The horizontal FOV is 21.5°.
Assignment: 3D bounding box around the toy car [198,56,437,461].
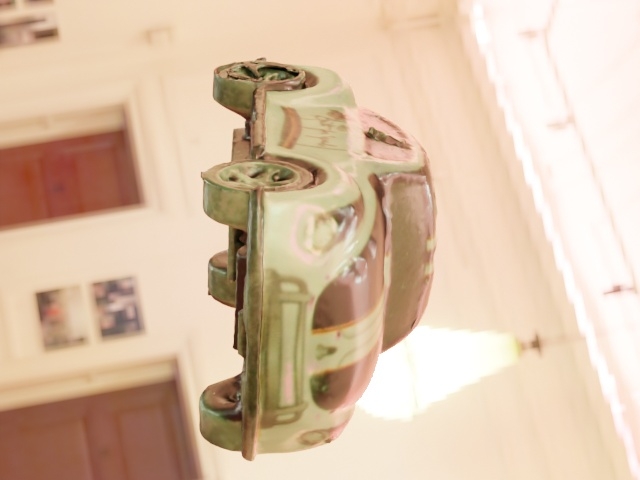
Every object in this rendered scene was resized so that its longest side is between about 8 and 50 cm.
[{"bbox_3d":[0.000,0.000,0.872,0.306,0.125,0.136,-101,-168,-70],"label":"toy car"}]
